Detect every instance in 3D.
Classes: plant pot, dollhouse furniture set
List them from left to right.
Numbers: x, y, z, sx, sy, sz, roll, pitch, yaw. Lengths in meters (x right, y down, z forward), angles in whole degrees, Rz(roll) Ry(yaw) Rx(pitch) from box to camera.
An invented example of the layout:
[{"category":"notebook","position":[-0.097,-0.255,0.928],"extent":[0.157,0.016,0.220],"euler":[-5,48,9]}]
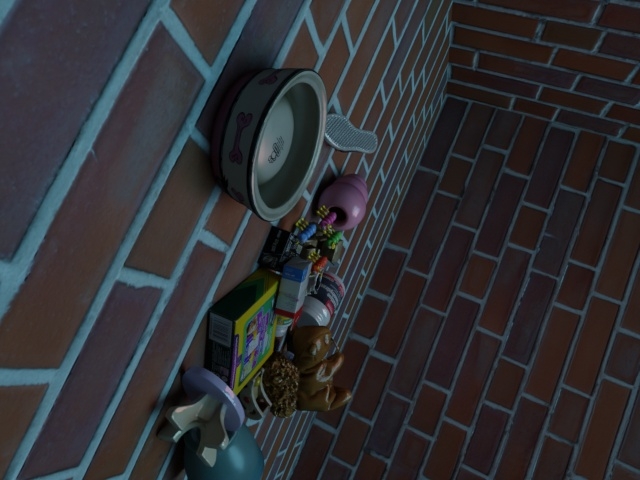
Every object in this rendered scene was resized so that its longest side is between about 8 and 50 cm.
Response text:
[{"category":"plant pot","position":[-0.347,0.715,1.587],"extent":[0.272,0.271,0.256],"euler":[-49,141,-47]},{"category":"dollhouse furniture set","position":[-0.050,0.023,1.926],"extent":[0.242,0.161,0.212],"euler":[-5,117,-46]}]

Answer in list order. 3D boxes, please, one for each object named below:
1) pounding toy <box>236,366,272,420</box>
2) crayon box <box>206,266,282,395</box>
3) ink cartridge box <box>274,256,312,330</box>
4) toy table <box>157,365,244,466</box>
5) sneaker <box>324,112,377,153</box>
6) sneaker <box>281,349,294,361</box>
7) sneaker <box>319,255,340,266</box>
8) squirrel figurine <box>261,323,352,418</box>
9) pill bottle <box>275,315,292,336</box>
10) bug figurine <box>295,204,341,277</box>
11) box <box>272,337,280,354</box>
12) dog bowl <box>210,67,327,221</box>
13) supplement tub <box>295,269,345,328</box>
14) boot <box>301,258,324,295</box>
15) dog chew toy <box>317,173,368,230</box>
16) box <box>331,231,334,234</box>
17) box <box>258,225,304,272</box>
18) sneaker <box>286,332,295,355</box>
[{"category":"pounding toy","position":[-0.287,0.630,1.805],"extent":[0.155,0.154,0.270],"euler":[-43,148,-55]},{"category":"crayon box","position":[-0.261,0.322,1.608],"extent":[0.313,0.106,0.363],"euler":[-45,150,-57]},{"category":"ink cartridge box","position":[-0.100,0.188,1.665],"extent":[0.134,0.077,0.231],"euler":[-43,146,-74]},{"category":"toy table","position":[-0.354,0.532,1.390],"extent":[0.274,0.252,0.161],"euler":[57,37,-22]},{"category":"sneaker","position":[0.079,-0.405,1.797],"extent":[0.321,0.127,0.126],"euler":[11,94,-48]},{"category":"sneaker","position":[-0.187,0.621,2.123],"extent":[0.237,0.086,0.085],"euler":[-60,165,-19]},{"category":"sneaker","position":[0.027,0.045,2.217],"extent":[0.258,0.094,0.091],"euler":[57,24,-61]},{"category":"squirrel figurine","position":[-0.085,0.536,1.933],"extent":[0.396,0.281,0.371],"euler":[-20,131,-23]},{"category":"pill bottle","position":[-0.159,0.271,1.838],"extent":[0.117,0.117,0.209],"euler":[-36,143,-61]},{"category":"bug figurine","position":[0.000,0.000,1.756],"extent":[0.216,0.072,0.279],"euler":[-50,145,-24]},{"category":"box","position":[-0.230,0.533,2.076],"extent":[0.116,0.029,0.162],"euler":[-40,148,-59]},{"category":"dog bowl","position":[-0.135,-0.265,1.241],"extent":[0.408,0.150,0.408],"euler":[-57,160,-34]},{"category":"supplement tub","position":[-0.017,0.286,2.149],"extent":[0.272,0.191,0.191],"euler":[-55,158,-43]},{"category":"boot","position":[-0.076,0.213,2.008],"extent":[0.259,0.123,0.095],"euler":[-69,163,-1]},{"category":"dog chew toy","position":[0.114,-0.186,2.026],"extent":[0.332,0.206,0.207],"euler":[-60,163,-53]},{"category":"box","position":[0.048,0.003,2.317],"extent":[0.067,0.018,0.083],"euler":[-35,143,-61]},{"category":"box","position":[-0.139,0.042,1.697],"extent":[0.148,0.077,0.180],"euler":[-68,163,-4]},{"category":"sneaker","position":[-0.126,0.455,2.213],"extent":[0.130,0.087,0.228],"euler":[10,97,-71]}]
